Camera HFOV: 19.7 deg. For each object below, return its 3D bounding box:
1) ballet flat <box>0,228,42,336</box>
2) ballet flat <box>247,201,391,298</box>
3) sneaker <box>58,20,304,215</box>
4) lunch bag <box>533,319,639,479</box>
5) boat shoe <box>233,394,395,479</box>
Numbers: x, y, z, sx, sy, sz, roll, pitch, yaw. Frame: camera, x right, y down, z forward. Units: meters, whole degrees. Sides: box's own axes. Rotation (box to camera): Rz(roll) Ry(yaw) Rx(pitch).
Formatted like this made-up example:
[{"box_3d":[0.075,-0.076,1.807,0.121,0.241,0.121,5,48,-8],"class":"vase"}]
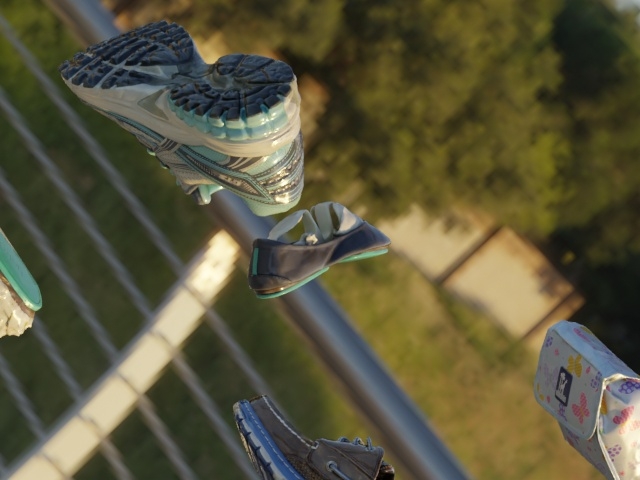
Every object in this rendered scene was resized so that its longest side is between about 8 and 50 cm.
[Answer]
[{"box_3d":[-0.272,-0.027,1.233,0.091,0.077,0.241,-98,163,-68],"class":"ballet flat"},{"box_3d":[0.000,0.000,1.788,0.074,0.074,0.203,49,37,16],"class":"ballet flat"},{"box_3d":[-0.115,-0.091,1.487,0.283,0.110,0.122,27,-41,49],"class":"sneaker"},{"box_3d":[0.156,0.090,1.028,0.071,0.053,0.083,46,-16,56],"class":"lunch bag"},{"box_3d":[0.015,0.156,1.120,0.183,0.066,0.066,49,-14,29],"class":"boat shoe"}]
